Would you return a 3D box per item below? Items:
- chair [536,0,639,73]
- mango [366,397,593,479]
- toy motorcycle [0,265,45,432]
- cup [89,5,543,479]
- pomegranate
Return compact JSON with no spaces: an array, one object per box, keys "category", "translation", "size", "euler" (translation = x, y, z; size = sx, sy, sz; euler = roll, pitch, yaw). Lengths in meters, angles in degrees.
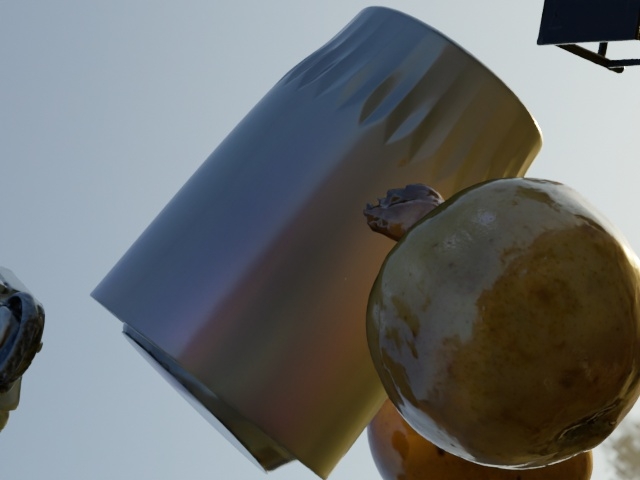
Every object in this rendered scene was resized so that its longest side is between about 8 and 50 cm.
[{"category":"chair","translation":[0.313,-0.283,1.619],"size":[0.260,0.155,0.141],"euler":[14,-96,-39]},{"category":"mango","translation":[0.179,0.203,1.583],"size":[0.290,0.191,0.160],"euler":[21,-27,-30]},{"category":"toy motorcycle","translation":[-0.254,0.085,1.041],"size":[0.074,0.229,0.151],"euler":[22,-91,-30]},{"category":"cup","translation":[0.000,0.000,1.251],"size":[0.371,0.253,0.253],"euler":[-53,-28,-7]},{"category":"pomegranate","translation":[0.133,0.056,1.016],"size":[0.207,0.207,0.207],"euler":[-35,-32,-25]}]
